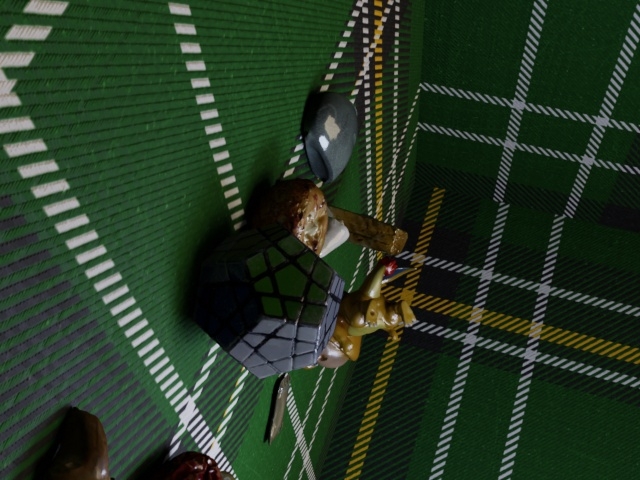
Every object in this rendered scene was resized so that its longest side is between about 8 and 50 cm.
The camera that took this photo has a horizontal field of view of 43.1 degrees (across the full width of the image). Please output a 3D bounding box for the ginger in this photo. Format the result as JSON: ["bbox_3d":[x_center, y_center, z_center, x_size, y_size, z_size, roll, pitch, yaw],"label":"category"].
[{"bbox_3d":[-0.363,0.417,1.211,0.133,0.107,0.309,-28,128,-55],"label":"ginger"}]

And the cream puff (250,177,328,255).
[{"bbox_3d":[-0.074,-0.031,1.874,0.240,0.164,0.239,6,90,-65],"label":"cream puff"}]

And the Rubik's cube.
[{"bbox_3d":[-0.103,0.119,1.655,0.264,0.319,0.318,1,104,-50],"label":"Rubik's cube"}]

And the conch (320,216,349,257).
[{"bbox_3d":[0.007,0.008,2.035,0.094,0.104,0.176,44,56,-30],"label":"conch"}]

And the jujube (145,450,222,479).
[{"bbox_3d":[-0.277,0.508,1.603,0.230,0.155,0.155,-62,163,-75],"label":"jujube"}]

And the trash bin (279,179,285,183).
[{"bbox_3d":[-0.059,-0.110,1.986,0.043,0.092,0.060,-101,-156,-83],"label":"trash bin"}]

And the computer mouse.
[{"bbox_3d":[0.039,-0.271,2.210,0.374,0.114,0.203,61,44,-74],"label":"computer mouse"}]

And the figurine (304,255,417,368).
[{"bbox_3d":[0.091,0.214,2.403,0.401,0.387,0.268,-19,85,-41],"label":"figurine"}]

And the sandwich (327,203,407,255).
[{"bbox_3d":[0.116,-0.036,2.439,0.301,0.271,0.099,7,106,-78],"label":"sandwich"}]

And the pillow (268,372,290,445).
[{"bbox_3d":[-0.129,0.525,2.522,0.130,0.033,0.217,-30,132,-75],"label":"pillow"}]

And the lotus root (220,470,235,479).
[{"bbox_3d":[-0.244,0.650,2.033,0.192,0.088,0.113,88,13,-52],"label":"lotus root"}]

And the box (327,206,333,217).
[{"bbox_3d":[-0.051,-0.020,2.156,0.310,0.084,0.198,48,57,-75],"label":"box"}]
